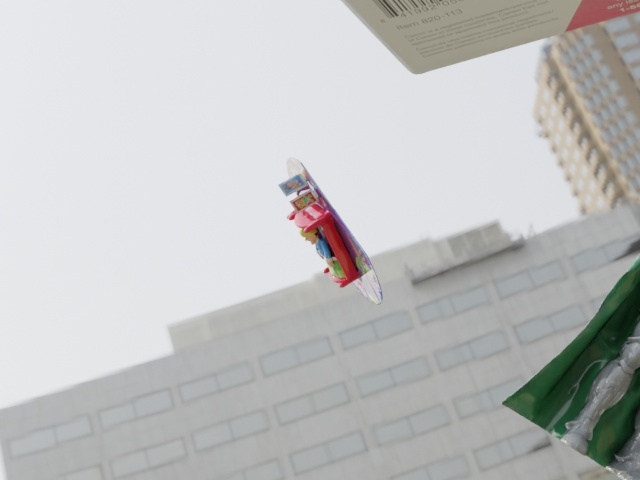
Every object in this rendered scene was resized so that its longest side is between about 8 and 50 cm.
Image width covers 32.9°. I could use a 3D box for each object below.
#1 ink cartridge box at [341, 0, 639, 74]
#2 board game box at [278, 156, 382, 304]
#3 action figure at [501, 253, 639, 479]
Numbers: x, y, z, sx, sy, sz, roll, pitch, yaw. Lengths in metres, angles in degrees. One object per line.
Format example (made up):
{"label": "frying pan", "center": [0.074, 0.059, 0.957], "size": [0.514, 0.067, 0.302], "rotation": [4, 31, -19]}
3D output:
{"label": "ink cartridge box", "center": [0.078, -0.212, 0.532], "size": [0.207, 0.117, 0.283], "rotation": [-12, -22, 25]}
{"label": "board game box", "center": [0.000, 0.000, 1.061], "size": [0.033, 0.168, 0.133], "rotation": [-32, -17, -10]}
{"label": "action figure", "center": [0.233, 0.041, 0.676], "size": [0.232, 0.137, 0.063], "rotation": [-59, 9, -1]}
